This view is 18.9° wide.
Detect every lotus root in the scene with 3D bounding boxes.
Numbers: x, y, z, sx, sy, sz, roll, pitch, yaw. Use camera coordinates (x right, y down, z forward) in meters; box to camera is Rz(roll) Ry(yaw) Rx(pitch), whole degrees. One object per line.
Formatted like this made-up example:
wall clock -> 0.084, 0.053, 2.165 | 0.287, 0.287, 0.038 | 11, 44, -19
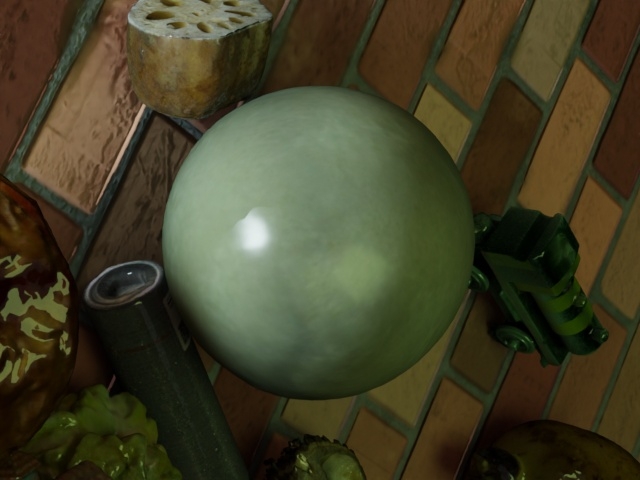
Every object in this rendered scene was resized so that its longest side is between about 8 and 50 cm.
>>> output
lotus root -> -0.103, -0.159, 1.574 | 0.122, 0.112, 0.081 | -29, 137, -43
lotus root -> 0.257, 0.279, 2.042 | 0.314, 0.141, 0.169 | 33, 71, -37

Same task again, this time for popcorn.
popcorn -> -0.188, 0.186, 1.554 | 0.125, 0.126, 0.145 | -56, 156, 11

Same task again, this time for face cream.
face cream -> -0.122, 0.148, 1.644 | 0.073, 0.073, 0.283 | -42, 127, -34

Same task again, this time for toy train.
toy train -> 0.219, 0.051, 1.955 | 0.083, 0.132, 0.200 | -56, 131, -22

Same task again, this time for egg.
egg -> 0.000, 0.000, 1.583 | 0.352, 0.258, 0.258 | -18, 115, -79

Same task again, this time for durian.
durian -> -0.016, 0.267, 1.771 | 0.148, 0.091, 0.188 | -50, 124, -55

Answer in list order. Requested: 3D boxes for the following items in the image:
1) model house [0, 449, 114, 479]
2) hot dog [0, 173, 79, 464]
model house -> -0.186, 0.217, 1.419 | 0.148, 0.119, 0.148 | -31, 114, -56
hot dog -> -0.358, 0.058, 1.300 | 0.387, 0.174, 0.267 | 0, 97, -36
